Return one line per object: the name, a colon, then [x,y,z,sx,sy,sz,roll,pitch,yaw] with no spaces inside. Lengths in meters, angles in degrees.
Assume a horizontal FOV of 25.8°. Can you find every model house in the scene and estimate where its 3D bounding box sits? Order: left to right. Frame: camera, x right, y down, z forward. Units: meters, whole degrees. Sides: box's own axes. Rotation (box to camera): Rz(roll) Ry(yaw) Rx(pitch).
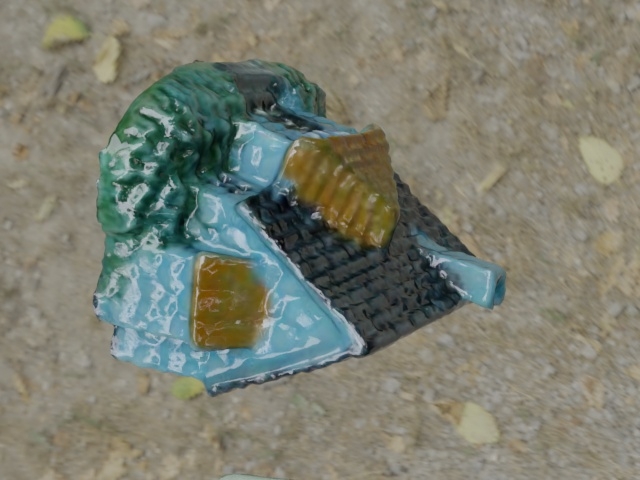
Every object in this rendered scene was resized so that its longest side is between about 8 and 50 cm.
model house: [0.000,0.000,1.043,0.241,0.261,0.225,18,110,26]

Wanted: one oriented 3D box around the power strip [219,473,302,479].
power strip: [0.121,0.151,0.550,0.385,0.091,0.062,0,56,33]
